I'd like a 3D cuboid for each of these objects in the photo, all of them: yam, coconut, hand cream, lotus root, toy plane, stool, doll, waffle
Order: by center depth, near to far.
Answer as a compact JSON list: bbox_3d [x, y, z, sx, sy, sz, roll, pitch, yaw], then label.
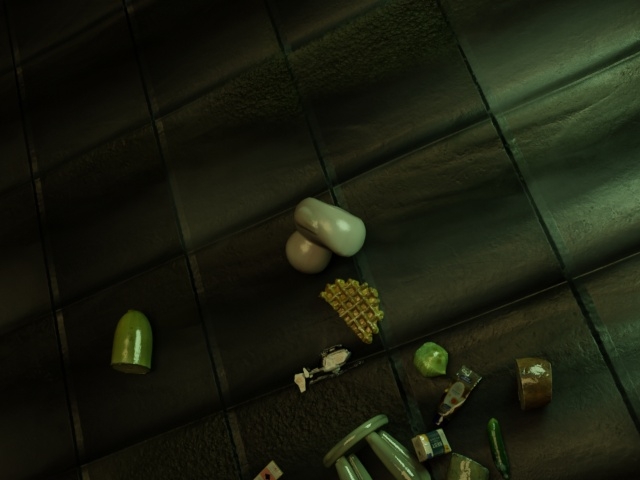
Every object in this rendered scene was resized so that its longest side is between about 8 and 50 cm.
[{"bbox_3d":[0.338,0.610,1.612,0.107,0.107,0.194,8,76,22],"label":"yam"},{"bbox_3d":[0.508,0.344,1.625,0.081,0.122,0.112,-2,49,13],"label":"lotus root"},{"bbox_3d":[0.137,0.557,1.659,0.195,0.195,0.199,-41,71,4],"label":"stool"},{"bbox_3d":[0.338,0.395,1.715,0.062,0.039,0.163,29,83,41],"label":"hand cream"},{"bbox_3d":[0.283,0.308,1.736,0.096,0.088,0.088,38,89,30],"label":"coconut"},{"bbox_3d":[0.016,0.337,1.841,0.197,0.053,0.078,-26,76,6],"label":"toy plane"},{"bbox_3d":[0.082,0.186,1.864,0.192,0.046,0.161,12,78,23],"label":"waffle"},{"bbox_3d":[0.000,0.000,1.875,0.251,0.221,0.221,23,82,51],"label":"doll"}]

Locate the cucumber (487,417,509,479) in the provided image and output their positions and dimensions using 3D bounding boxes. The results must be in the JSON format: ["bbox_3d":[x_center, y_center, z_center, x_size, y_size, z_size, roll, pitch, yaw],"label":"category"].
[{"bbox_3d":[0.429,0.508,1.648,0.037,0.037,0.155,-16,69,15],"label":"cucumber"}]

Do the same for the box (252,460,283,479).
[{"bbox_3d":[-0.143,0.637,1.829,0.083,0.012,0.046,-46,64,2],"label":"box"}]

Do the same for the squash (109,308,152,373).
[{"bbox_3d":[-0.561,0.297,2.027,0.123,0.123,0.187,-10,68,17],"label":"squash"}]

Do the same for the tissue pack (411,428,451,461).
[{"bbox_3d":[0.273,0.504,1.679,0.042,0.083,0.062,-47,55,45],"label":"tissue pack"}]
